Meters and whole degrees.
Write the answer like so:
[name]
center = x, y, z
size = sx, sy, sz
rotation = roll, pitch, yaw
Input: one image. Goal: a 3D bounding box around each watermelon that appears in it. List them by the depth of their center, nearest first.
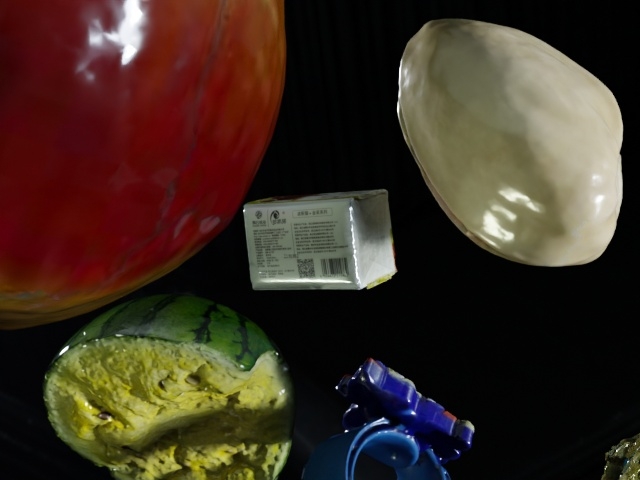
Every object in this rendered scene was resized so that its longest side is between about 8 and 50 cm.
[watermelon]
center = -0.181, 0.186, 1.548
size = 0.331, 0.331, 0.189
rotation = 2, -144, 17

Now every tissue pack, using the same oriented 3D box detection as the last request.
[tissue pack]
center = 0.000, -0.001, 1.366
size = 0.148, 0.106, 0.099
rotation = -1, -172, 34

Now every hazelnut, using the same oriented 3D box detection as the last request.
[hazelnut]
center = -0.210, -0.130, 0.689
size = 0.429, 0.402, 0.402
rotation = 0, -157, 42

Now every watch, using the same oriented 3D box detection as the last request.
[watch]
center = 0.073, 0.288, 1.478
size = 0.196, 0.171, 0.200
rotation = 31, -124, -11

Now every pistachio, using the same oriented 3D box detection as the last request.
[pistachio]
center = 0.205, -0.109, 1.293
size = 0.214, 0.193, 0.318
rotation = -40, -113, -8

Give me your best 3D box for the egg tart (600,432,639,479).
[egg tart]
center = 0.381, 0.290, 1.104
size = 0.291, 0.291, 0.107
rotation = 5, -157, 23
